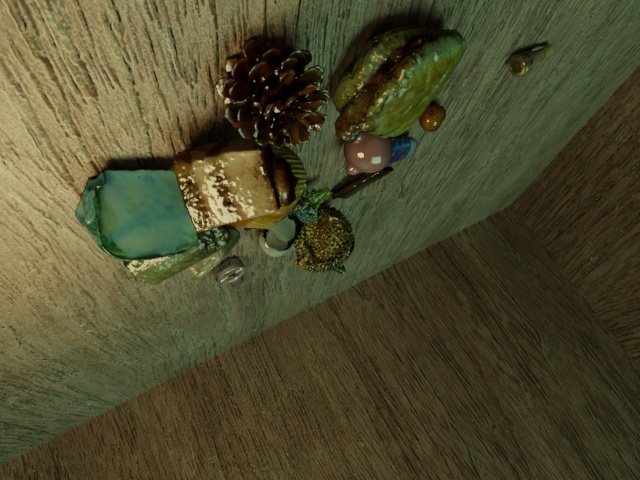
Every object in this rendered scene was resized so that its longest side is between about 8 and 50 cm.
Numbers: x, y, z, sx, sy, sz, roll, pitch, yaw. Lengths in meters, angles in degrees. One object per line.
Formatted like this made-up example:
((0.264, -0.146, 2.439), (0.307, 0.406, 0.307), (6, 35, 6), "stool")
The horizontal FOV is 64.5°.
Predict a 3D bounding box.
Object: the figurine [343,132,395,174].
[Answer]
((0.159, -0.308, 1.708), (0.173, 0.173, 0.173), (-28, 161, -11), "figurine")

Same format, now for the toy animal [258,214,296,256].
((-0.176, -0.010, 1.987), (0.166, 0.138, 0.179), (-29, 170, -26), "toy animal")

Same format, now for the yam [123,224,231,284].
((-0.431, -0.004, 1.530), (0.300, 0.195, 0.195), (-30, 161, 0), "yam")

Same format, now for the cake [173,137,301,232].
((-0.200, -0.160, 1.295), (0.293, 0.198, 0.196), (-11, -162, 5), "cake")

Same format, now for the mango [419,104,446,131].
((0.413, -0.453, 1.874), (0.105, 0.084, 0.159), (-54, 176, 14), "mango")

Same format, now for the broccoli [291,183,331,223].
((-0.036, -0.143, 1.861), (0.160, 0.167, 0.154), (-29, -175, -8), "broccoli")

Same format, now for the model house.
((-0.499, -0.053, 1.319), (0.241, 0.225, 0.261), (-9, 179, 43), "model house")

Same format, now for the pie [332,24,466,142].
((0.240, -0.456, 1.468), (0.418, 0.180, 0.395), (-22, 160, -48), "pie")

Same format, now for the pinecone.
((-0.094, -0.330, 1.159), (0.264, 0.264, 0.264), (-28, 161, -11), "pinecone")

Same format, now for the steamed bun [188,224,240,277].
((-0.388, 0.017, 1.725), (0.211, 0.144, 0.218), (-38, -168, 40), "steamed bun")

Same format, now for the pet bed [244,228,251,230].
((-0.208, -0.102, 1.827), (0.201, 0.053, 0.201), (-21, 157, -10), "pet bed")

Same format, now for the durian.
((0.011, 0.000, 2.084), (0.258, 0.258, 0.292), (1, 100, -57), "durian")

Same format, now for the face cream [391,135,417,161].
((0.259, -0.336, 1.915), (0.264, 0.083, 0.149), (-19, 168, -34), "face cream")

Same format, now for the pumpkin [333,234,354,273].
((0.048, 0.048, 2.299), (0.248, 0.248, 0.248), (-28, 161, -11), "pumpkin")

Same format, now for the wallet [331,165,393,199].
((0.166, -0.232, 2.031), (0.243, 0.039, 0.133), (-27, 174, 30), "wallet")

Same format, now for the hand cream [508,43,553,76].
((0.799, -0.684, 1.899), (0.203, 0.084, 0.084), (-29, 161, -22), "hand cream")

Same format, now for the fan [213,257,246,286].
((-0.373, 0.147, 2.158), (0.130, 0.074, 0.244), (-30, 162, -6), "fan")

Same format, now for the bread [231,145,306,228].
((-0.188, -0.152, 1.507), (0.288, 0.204, 0.156), (-37, 168, 29), "bread")
